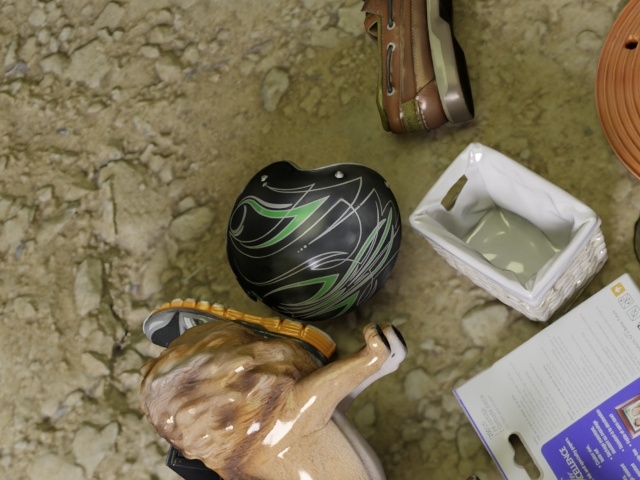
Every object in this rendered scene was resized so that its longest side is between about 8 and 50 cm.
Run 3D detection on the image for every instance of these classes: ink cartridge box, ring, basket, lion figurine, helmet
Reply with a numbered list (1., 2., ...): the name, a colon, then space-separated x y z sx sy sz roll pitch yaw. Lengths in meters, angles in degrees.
1. ink cartridge box: 0.259 0.166 1.482 0.208 0.045 0.206 -35 55 9
2. ring: 0.448 -0.171 1.597 0.337 0.032 0.336 -11 60 20
3. basket: 0.192 -0.002 1.570 0.167 0.103 0.113 35 80 33
4. lion figurine: 0.016 0.223 1.443 0.240 0.142 0.392 -34 85 11
5. helmet: 0.000 0.000 1.613 0.162 0.169 0.169 11 67 44

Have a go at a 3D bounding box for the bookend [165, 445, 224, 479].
1. bookend: -0.090 0.238 1.573 0.157 0.072 0.156 4 65 24

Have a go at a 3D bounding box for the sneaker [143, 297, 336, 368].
1. sneaker: -0.094 0.116 1.636 0.215 0.084 0.083 9 72 25

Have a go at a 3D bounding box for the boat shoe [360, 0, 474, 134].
1. boat shoe: 0.092 -0.260 1.746 0.105 0.110 0.307 -14 59 14
